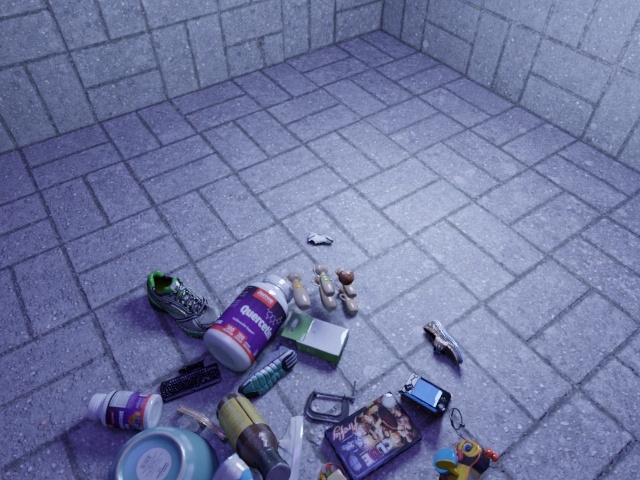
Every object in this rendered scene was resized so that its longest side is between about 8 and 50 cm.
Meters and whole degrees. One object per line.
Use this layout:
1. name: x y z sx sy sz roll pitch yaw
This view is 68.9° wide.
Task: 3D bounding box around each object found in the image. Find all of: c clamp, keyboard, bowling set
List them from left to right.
1. keyboard: -0.427 0.444 1.516 0.192 0.038 0.100 -17 50 -16
2. c clamp: 0.032 0.507 1.473 0.160 0.022 0.137 3 53 1
3. bowling set: 0.050 0.140 1.631 0.287 0.200 0.154 13 39 -37

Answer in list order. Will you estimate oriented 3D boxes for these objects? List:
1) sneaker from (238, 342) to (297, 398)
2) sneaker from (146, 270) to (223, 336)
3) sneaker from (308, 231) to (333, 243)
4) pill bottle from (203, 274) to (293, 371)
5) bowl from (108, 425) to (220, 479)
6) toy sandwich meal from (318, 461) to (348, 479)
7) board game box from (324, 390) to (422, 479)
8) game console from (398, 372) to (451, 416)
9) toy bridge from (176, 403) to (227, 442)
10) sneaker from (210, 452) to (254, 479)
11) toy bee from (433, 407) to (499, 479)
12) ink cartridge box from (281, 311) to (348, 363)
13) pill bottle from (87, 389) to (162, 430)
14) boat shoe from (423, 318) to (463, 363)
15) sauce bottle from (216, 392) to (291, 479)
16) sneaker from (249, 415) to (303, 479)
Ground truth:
1. sneaker: -0.185 0.424 1.524 0.223 0.083 0.098 -30 34 -30
2. sneaker: -0.487 0.222 1.645 0.343 0.146 0.134 22 51 18
3. sneaker: 0.000 0.000 1.925 0.109 0.040 0.044 11 65 14
4. pill bottle: -0.230 0.268 1.578 0.181 0.182 0.323 24 53 20
5. bowl: -0.440 0.634 1.259 0.311 0.163 0.312 0 48 1
6. toy sandwich meal: 0.035 0.667 1.318 0.085 0.029 0.086 0 48 0
7. board game box: 0.157 0.580 1.388 0.243 0.042 0.165 -24 52 -21
8. game console: 0.328 0.477 1.454 0.144 0.085 0.124 26 53 21
9. toy bridge: -0.355 0.545 1.406 0.188 0.063 0.026 22 51 20
10. sneaker: -0.245 0.660 1.203 0.092 0.229 0.087 36 27 22
11. toy bee: 0.389 0.606 1.264 0.195 0.162 0.298 20 64 -32
12. ink cartridge box: -0.017 0.332 1.601 0.209 0.062 0.109 16 50 14
13. pill bottle: -0.589 0.510 1.407 0.193 0.108 0.108 4 48 4
14. boat shoe: 0.413 0.353 1.588 0.066 0.066 0.183 -20 41 -11
15. sauce bottle: -0.188 0.543 1.280 0.111 0.111 0.344 -26 22 -22
16. sneaker: -0.140 0.626 1.304 0.169 0.108 0.293 8 49 3
